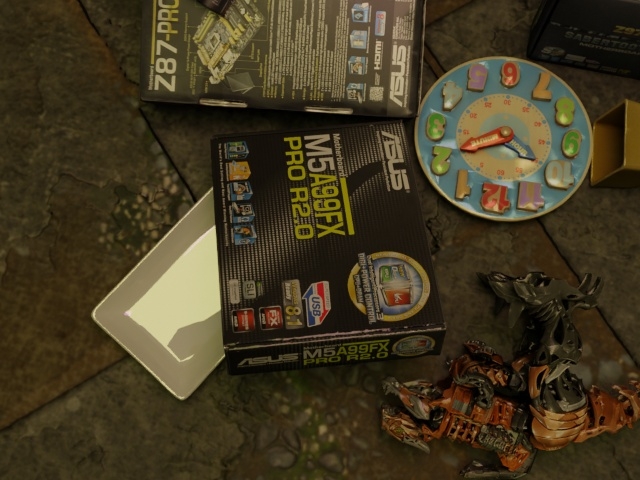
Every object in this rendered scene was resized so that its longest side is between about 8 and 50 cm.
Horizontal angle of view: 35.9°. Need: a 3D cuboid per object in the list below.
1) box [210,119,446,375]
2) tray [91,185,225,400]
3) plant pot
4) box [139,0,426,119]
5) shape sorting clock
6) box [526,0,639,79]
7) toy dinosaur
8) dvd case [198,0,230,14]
[{"bbox_3d":[0.000,0.000,1.029,0.216,0.060,0.270,-5,56,-3],"label":"box"},{"bbox_3d":[-0.112,0.035,1.109,0.145,0.030,0.270,41,80,10],"label":"tray"},{"bbox_3d":[0.363,-0.104,1.119,0.083,0.081,0.081,8,76,-10],"label":"plant pot"},{"bbox_3d":[-0.034,-0.339,1.105,0.318,0.097,0.394,3,97,-1],"label":"box"},{"bbox_3d":[0.211,-0.120,1.140,0.206,0.040,0.206,0,77,0],"label":"shape sorting clock"},{"bbox_3d":[0.362,-0.240,1.096,0.233,0.183,0.059,11,77,2],"label":"box"},{"bbox_3d":[0.227,0.144,1.048,0.322,0.164,0.218,-2,91,-19],"label":"toy dinosaur"},{"bbox_3d":[-0.157,-0.369,1.052,0.221,0.018,0.164,32,99,0],"label":"dvd case"}]
